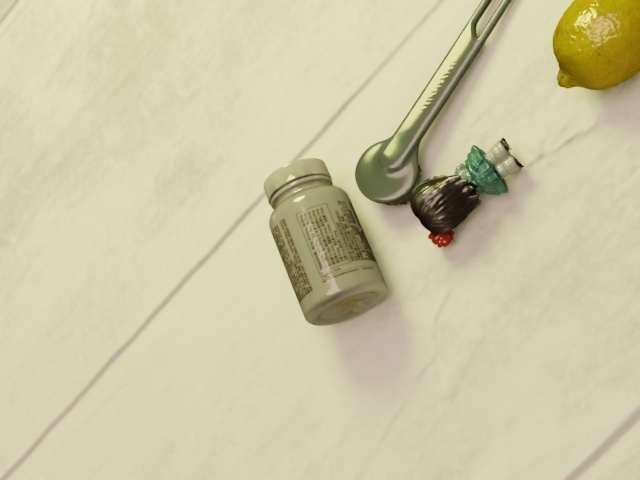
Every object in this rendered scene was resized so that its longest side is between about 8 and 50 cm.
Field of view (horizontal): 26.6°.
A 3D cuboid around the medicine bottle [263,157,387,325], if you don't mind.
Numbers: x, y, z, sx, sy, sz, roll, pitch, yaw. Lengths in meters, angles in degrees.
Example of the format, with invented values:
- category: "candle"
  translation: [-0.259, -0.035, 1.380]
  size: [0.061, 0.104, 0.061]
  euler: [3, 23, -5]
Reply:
- category: "medicine bottle"
  translation: [0.000, 0.000, 1.225]
  size: [0.079, 0.079, 0.140]
  euler: [-30, 69, 20]

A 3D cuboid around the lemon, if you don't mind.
- category: "lemon"
  translation: [0.238, -0.170, 1.127]
  size: [0.110, 0.082, 0.082]
  euler: [-43, 64, 8]

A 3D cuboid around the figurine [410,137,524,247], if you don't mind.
- category: "figurine"
  translation: [0.129, -0.043, 1.186]
  size: [0.106, 0.047, 0.060]
  euler: [-36, 107, 12]

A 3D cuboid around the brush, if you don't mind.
- category: "brush"
  translation: [0.118, -0.148, 1.223]
  size: [0.062, 0.027, 0.266]
  euler: [35, 94, 28]
